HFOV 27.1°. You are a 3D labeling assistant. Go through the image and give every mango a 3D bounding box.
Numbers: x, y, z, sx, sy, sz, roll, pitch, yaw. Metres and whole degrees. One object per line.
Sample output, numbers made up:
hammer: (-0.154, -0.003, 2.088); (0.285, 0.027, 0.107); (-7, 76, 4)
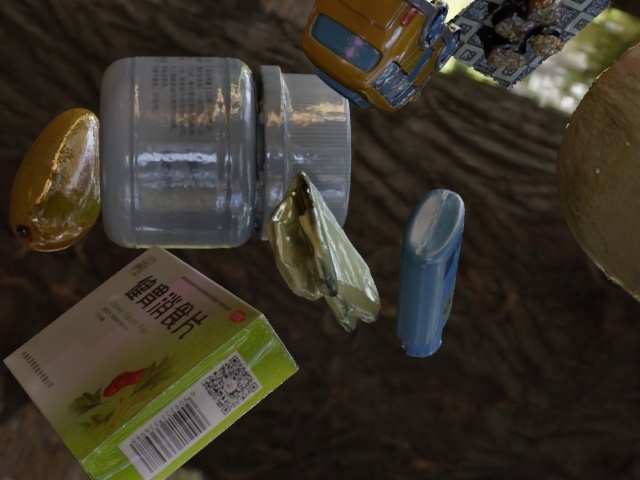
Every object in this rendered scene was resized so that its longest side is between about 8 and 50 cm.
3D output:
mango: (-0.379, -0.088, 1.960); (0.138, 0.113, 0.253); (43, 47, -36)

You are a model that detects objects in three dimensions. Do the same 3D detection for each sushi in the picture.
sushi: (0.286, -0.291, 1.862); (0.210, 0.193, 0.040); (-38, -133, 32)

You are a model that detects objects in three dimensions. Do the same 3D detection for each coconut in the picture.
coconut: (0.369, -0.073, 1.248); (0.254, 0.297, 0.297); (-111, -152, -43)

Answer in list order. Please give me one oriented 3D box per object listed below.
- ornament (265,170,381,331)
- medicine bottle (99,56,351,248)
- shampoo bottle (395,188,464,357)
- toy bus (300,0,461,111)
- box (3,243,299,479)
ornament: (0.000, 0.000, 1.497); (0.201, 0.059, 0.180); (45, 26, -59)
medicine bottle: (-0.124, -0.111, 1.698); (0.245, 0.306, 0.245); (180, -90, -84)
shampoo bottle: (0.125, 0.053, 1.557); (0.258, 0.061, 0.104); (90, 23, -56)
toy bus: (0.060, -0.212, 1.417); (0.136, 0.126, 0.209); (-56, 166, 4)
box: (-0.149, 0.102, 1.095); (0.175, 0.062, 0.260); (-39, -155, -13)
